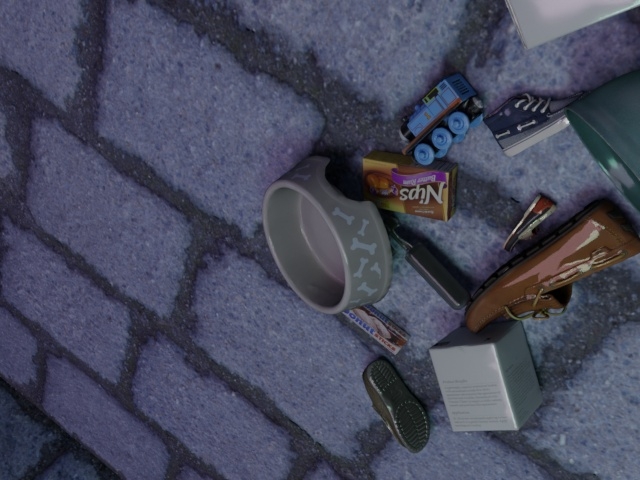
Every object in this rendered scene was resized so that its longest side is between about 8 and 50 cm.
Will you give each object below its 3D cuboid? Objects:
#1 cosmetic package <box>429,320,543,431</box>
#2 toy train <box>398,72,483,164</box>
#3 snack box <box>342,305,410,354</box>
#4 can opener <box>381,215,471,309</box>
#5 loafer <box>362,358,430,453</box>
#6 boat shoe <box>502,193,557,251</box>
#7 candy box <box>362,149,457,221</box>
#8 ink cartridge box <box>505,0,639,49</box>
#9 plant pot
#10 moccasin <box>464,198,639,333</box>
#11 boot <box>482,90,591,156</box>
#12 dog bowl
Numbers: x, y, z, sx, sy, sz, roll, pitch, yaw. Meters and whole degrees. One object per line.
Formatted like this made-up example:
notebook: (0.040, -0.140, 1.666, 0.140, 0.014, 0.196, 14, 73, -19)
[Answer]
cosmetic package: (0.344, 0.279, 1.412, 0.151, 0.151, 0.184, -13, 94, 39)
toy train: (0.219, -0.221, 1.269, 0.105, 0.080, 0.184, 54, 135, 6)
snack box: (0.126, 0.195, 1.621, 0.178, 0.022, 0.064, 38, 133, 8)
can opener: (0.194, 0.045, 1.431, 0.280, 0.074, 0.093, 43, 89, 9)
loafer: (0.182, 0.404, 1.680, 0.251, 0.094, 0.087, 62, 156, -1)
boat shoe: (0.393, -0.026, 1.291, 0.043, 0.049, 0.137, 34, 126, 9)
candy box: (0.179, -0.111, 1.377, 0.186, 0.053, 0.109, 15, 124, 28)
ink cartridge box: (0.365, -0.413, 0.918, 0.198, 0.270, 0.197, -14, 109, 39)
plant pot: (0.529, -0.143, 0.997, 0.196, 0.293, 0.293, -39, 93, 15)
moccasin: (0.425, 0.079, 1.284, 0.380, 0.139, 0.147, -42, 81, 33)
boot: (0.369, -0.220, 1.168, 0.086, 0.069, 0.190, 51, 134, -7)
dog bowl: (0.000, 0.000, 1.450, 0.348, 0.102, 0.349, 39, 143, 37)
